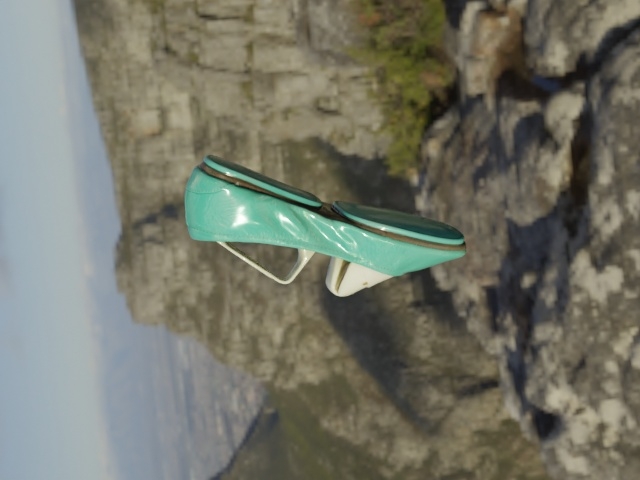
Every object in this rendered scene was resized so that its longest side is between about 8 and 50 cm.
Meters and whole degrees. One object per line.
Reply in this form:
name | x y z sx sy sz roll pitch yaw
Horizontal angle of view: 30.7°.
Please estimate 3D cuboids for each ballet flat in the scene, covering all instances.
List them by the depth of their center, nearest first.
ballet flat | 0.000 0.000 1.000 0.083 0.247 0.087 -119 46 -71
